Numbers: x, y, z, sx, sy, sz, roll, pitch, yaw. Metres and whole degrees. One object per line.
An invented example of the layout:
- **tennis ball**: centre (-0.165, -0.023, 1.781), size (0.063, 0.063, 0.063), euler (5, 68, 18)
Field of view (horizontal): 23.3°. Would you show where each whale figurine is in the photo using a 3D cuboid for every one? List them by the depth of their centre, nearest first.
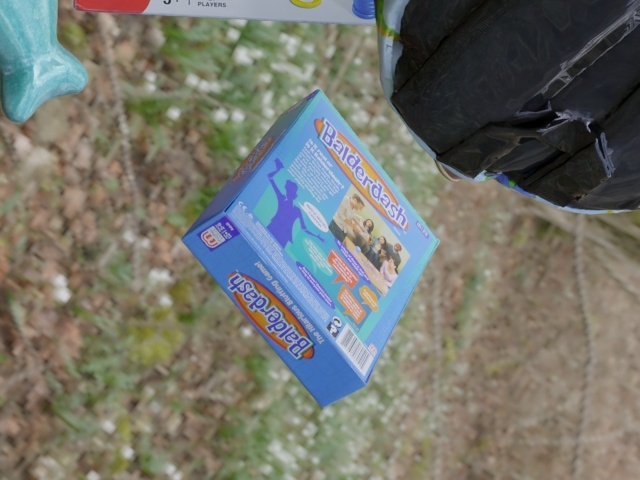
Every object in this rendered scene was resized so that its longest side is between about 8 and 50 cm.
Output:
- **whale figurine**: centre (-0.318, -0.258, 1.544), size (0.216, 0.141, 0.272), euler (-32, 104, -33)

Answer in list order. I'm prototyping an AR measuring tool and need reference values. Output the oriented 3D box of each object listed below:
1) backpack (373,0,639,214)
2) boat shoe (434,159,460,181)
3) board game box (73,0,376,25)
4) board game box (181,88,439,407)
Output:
- **backpack**: centre (0.176, -0.179, 0.808), size (0.290, 0.273, 0.355), euler (20, 111, -21)
- **boat shoe**: centre (0.155, -0.143, 1.560), size (0.064, 0.060, 0.178), euler (36, 58, -36)
- **board game box**: centre (-0.008, -0.299, 1.018), size (0.086, 0.308, 0.301), euler (-81, 174, -70)
- **board game box**: centre (0.000, 0.000, 1.145), size (0.047, 0.160, 0.210), euler (-31, -166, 32)
